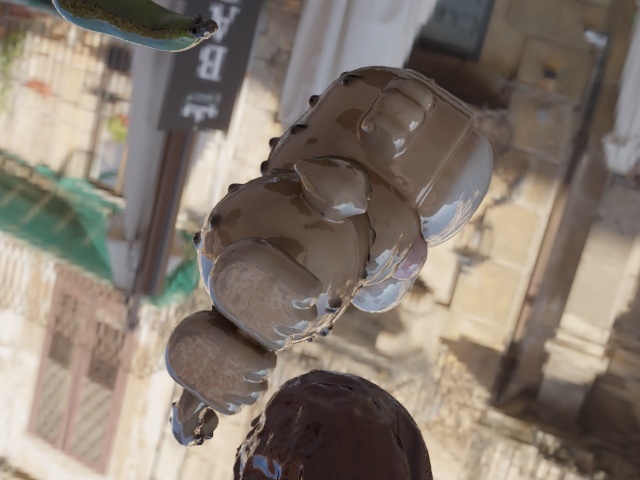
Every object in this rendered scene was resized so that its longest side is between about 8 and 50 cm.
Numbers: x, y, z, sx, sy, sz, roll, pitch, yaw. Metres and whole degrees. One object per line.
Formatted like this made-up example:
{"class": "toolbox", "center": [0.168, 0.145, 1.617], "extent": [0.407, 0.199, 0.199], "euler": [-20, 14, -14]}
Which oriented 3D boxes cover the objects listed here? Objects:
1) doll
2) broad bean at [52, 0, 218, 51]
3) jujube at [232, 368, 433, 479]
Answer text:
{"class": "doll", "center": [0.001, -0.001, 0.705], "extent": [0.119, 0.154, 0.278], "euler": [35, -144, 3]}
{"class": "broad bean", "center": [-0.233, -0.276, 1.579], "extent": [0.325, 0.075, 0.067], "euler": [23, -135, 27]}
{"class": "jujube", "center": [0.016, 0.345, 1.766], "extent": [0.276, 0.276, 0.377], "euler": [9, -132, -16]}
